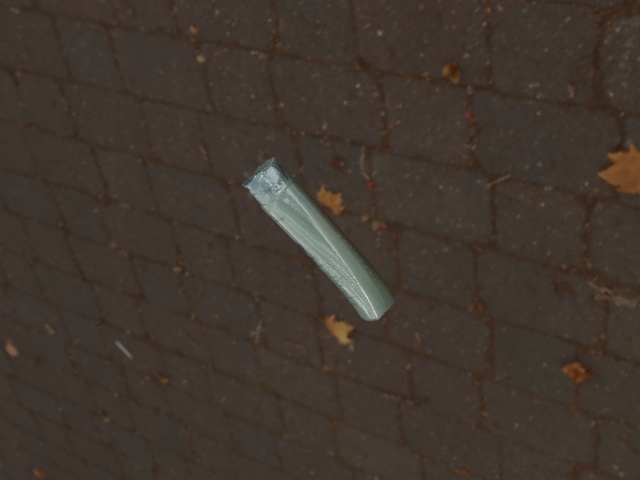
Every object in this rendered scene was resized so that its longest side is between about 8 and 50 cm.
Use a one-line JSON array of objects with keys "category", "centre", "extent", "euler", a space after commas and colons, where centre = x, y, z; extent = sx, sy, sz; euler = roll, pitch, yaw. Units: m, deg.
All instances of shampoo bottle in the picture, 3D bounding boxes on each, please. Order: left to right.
[{"category": "shampoo bottle", "centre": [0.000, 0.000, 1.045], "extent": [0.212, 0.049, 0.072], "euler": [48, 171, -10]}]
